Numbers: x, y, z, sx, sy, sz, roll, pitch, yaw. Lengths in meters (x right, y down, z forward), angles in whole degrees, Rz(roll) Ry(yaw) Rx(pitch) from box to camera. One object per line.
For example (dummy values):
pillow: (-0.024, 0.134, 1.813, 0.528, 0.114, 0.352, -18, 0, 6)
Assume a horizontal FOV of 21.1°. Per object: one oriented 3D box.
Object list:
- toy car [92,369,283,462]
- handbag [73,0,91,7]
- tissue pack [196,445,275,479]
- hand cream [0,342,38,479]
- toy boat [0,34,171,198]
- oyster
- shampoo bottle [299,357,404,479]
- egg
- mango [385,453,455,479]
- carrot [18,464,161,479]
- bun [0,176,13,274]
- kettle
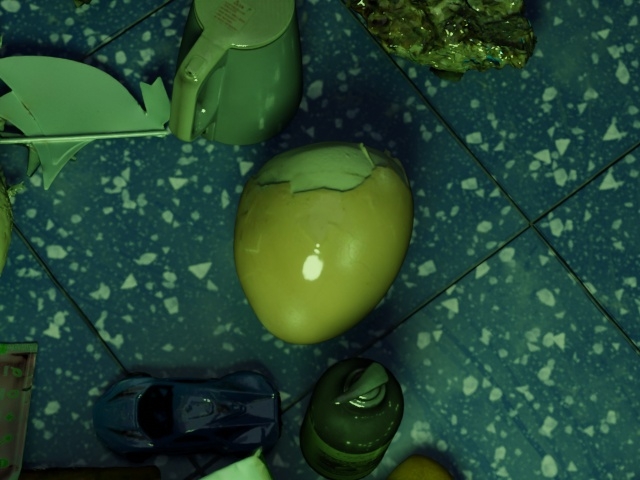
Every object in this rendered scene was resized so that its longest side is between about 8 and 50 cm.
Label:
toy car: (-0.150, 0.196, 1.955, 0.216, 0.063, 0.103, -1, 72, -5)
handbag: (-0.279, -0.503, 2.140, 0.327, 0.162, 0.325, -43, 76, -8)
tissue pack: (-0.128, 0.455, 1.648, 0.332, 0.205, 0.405, -22, 77, -17)
hand cream: (-0.369, 0.218, 1.899, 0.079, 0.050, 0.275, 21, 41, -21)
toy boat: (-0.334, -0.133, 2.054, 0.292, 0.070, 0.210, 18, 75, -2)
oyster: (0.154, -0.288, 2.131, 0.198, 0.092, 0.259, -35, 74, -18)
shampoo bottle: (0.036, 0.187, 1.855, 0.101, 0.284, 0.101, 2, 71, -5)
egg: (0.000, 0.000, 1.963, 0.201, 0.201, 0.244, 15, 82, 1)
mango: (0.060, 0.365, 1.883, 0.177, 0.120, 0.295, 42, 73, 9)
carrot: (-0.301, 0.285, 1.912, 0.260, 0.070, 0.070, -2, 71, -5)
bun: (-0.459, -0.016, 1.951, 0.259, 0.152, 0.259, -2, 81, 12)
kettle: (-0.110, -0.209, 2.002, 0.160, 0.243, 0.210, 37, 74, 9)
